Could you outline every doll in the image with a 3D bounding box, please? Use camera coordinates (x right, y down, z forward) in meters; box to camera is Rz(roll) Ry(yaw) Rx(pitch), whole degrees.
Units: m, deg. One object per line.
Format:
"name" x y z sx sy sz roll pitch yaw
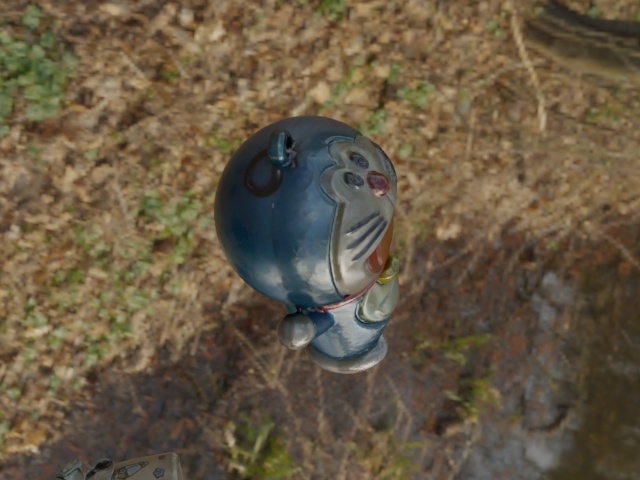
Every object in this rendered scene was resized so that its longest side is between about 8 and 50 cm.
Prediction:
"doll" 0.000 0.000 0.548 0.152 0.085 0.114 69 28 -49

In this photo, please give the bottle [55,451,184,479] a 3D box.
"bottle" -0.211 0.266 1.166 0.099 0.152 0.099 172 -90 -87
